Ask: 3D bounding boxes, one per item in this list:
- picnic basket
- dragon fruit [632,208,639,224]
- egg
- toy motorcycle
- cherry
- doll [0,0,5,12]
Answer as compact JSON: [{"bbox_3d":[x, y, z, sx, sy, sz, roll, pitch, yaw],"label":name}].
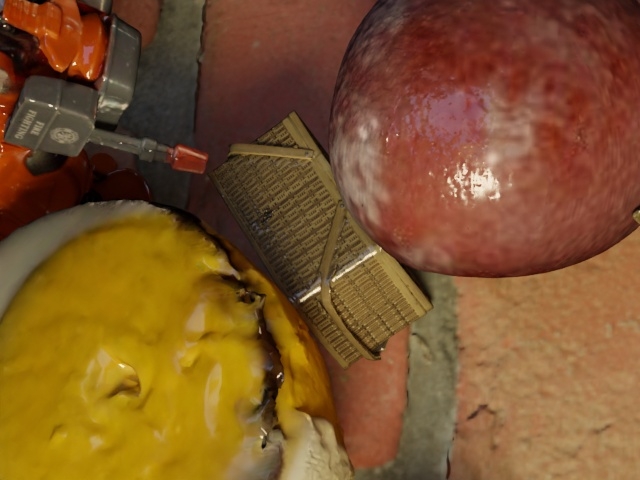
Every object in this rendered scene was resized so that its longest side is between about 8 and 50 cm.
[{"bbox_3d":[0.000,0.000,1.321,0.079,0.115,0.164,-35,55,2],"label":"picnic basket"},{"bbox_3d":[0.314,-0.021,1.151,0.209,0.172,0.172,-34,55,10],"label":"dragon fruit"},{"bbox_3d":[-0.118,0.151,1.245,0.337,0.201,0.337,-16,55,25],"label":"egg"},{"bbox_3d":[-0.212,-0.067,1.377,0.326,0.221,0.148,130,148,-53],"label":"toy motorcycle"},{"bbox_3d":[0.127,-0.091,1.247,0.236,0.213,0.285,9,29,39],"label":"cherry"},{"bbox_3d":[-0.286,-0.248,1.544,0.376,0.187,0.365,-28,54,11],"label":"doll"}]
